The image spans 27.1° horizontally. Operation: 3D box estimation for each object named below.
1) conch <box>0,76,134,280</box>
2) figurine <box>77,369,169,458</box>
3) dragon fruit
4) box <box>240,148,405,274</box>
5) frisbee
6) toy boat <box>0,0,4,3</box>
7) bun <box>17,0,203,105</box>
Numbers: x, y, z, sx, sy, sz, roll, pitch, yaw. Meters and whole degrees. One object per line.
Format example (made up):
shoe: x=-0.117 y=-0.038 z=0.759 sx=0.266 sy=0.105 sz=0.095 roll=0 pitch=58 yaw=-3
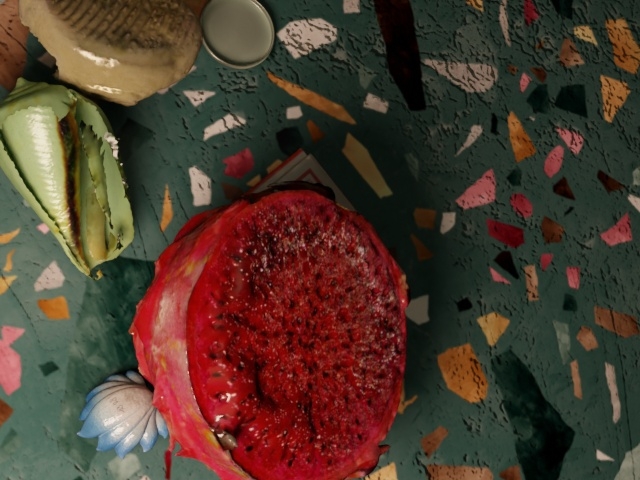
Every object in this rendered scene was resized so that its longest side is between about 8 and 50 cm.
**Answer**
conch: x=-0.303 y=-0.087 z=1.627 sx=0.143 sy=0.137 sz=0.250 roll=-35 pitch=90 yaw=-1
figurine: x=-0.249 y=0.218 z=1.632 sx=0.114 sy=0.079 sz=0.114 roll=3 pitch=69 yaw=-7
dragon fruit: x=-0.078 y=0.124 z=1.626 sx=0.371 sy=0.249 sz=0.386 roll=-42 pitch=116 yaw=-36
box: x=0.000 y=0.000 z=1.795 sx=0.123 sy=0.050 sz=0.229 roll=-41 pitch=97 yaw=-25
frisbee: x=-0.115 y=-0.288 z=1.823 sx=0.110 sy=0.014 sz=0.110 roll=4 pitch=79 yaw=-22
toy boat: x=-0.390 y=-0.351 z=1.685 sx=0.078 sy=0.085 sz=0.260 roll=39 pitch=73 yaw=24
bun: x=-0.270 y=-0.259 z=1.683 sx=0.237 sy=0.116 sz=0.210 roll=15 pitch=45 yaw=-17
